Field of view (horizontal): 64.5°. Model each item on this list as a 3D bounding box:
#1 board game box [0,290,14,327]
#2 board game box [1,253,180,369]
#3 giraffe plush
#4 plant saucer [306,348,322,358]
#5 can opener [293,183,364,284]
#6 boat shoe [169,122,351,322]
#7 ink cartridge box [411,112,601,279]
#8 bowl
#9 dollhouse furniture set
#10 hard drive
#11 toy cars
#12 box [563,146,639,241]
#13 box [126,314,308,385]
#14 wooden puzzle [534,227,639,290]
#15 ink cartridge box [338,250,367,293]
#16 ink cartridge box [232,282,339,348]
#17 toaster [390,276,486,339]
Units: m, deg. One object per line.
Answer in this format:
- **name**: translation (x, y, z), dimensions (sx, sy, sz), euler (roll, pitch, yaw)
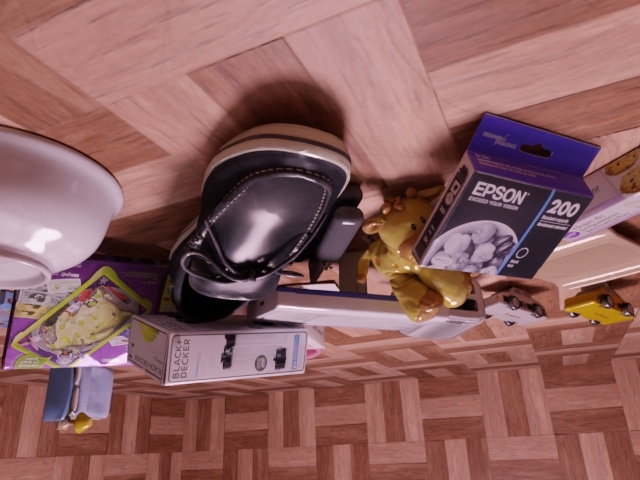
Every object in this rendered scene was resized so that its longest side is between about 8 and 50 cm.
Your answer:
- **board game box**: translation (-0.746, 0.174, 1.226), dimensions (0.160, 0.039, 0.211), euler (-7, 158, 11)
- **board game box**: translation (-0.368, 0.131, 0.931), dimensions (0.346, 0.208, 0.056), euler (9, -170, -38)
- **giraffe plush**: translation (0.148, -0.001, 0.789), dimensions (0.210, 0.181, 0.171), euler (27, 155, 21)
- **plant saucer**: translation (-0.161, 0.315, 1.572), dimensions (0.331, 0.084, 0.332), euler (-3, 157, -1)
- **can opener**: translation (0.000, 0.000, 0.838), dimensions (0.093, 0.074, 0.280), euler (5, 156, -15)
- **boat shoe**: translation (-0.109, 0.005, 0.738), dimensions (0.186, 0.156, 0.500), euler (12, 152, -27)
- **ink cartridge box**: translation (0.252, -0.045, 0.670), dimensions (0.206, 0.045, 0.208), euler (7, 123, -24)
- **bowl**: translation (-0.425, -0.018, 0.674), dimensions (0.297, 0.134, 0.298), euler (-2, 158, -1)
- **dollhouse furniture set**: translation (-0.489, 0.317, 1.255), dimensions (0.197, 0.304, 0.286), euler (-4, 158, 7)
- **hard drive**: translation (0.043, 0.131, 0.940), dimensions (0.318, 0.040, 0.210), euler (7, 163, -20)
- **toy cars**: translation (0.579, 0.151, 1.262), dimensions (0.393, 0.087, 0.176), euler (-2, 153, 6)
- **box**: translation (0.447, -0.087, 0.686), dimensions (0.063, 0.067, 0.324), euler (8, 156, -22)
- **box**: translation (-0.185, 0.193, 0.941), dimensions (0.289, 0.087, 0.169), euler (7, 179, -40)
- **wooden puzzle**: translation (0.527, 0.034, 1.030), dimensions (0.238, 0.045, 0.220), euler (19, 150, -33)
- **ink cartridge box**: translation (0.067, 0.083, 1.026), dimensions (0.052, 0.089, 0.122), euler (-4, 158, 6)
- **ink cartridge box**: translation (-0.113, 0.201, 1.253), dimensions (0.353, 0.119, 0.207), euler (-8, 157, 13)
- **toaster**: translation (0.264, 0.147, 1.159), dimensions (0.226, 0.129, 0.146), euler (10, 151, -22)
